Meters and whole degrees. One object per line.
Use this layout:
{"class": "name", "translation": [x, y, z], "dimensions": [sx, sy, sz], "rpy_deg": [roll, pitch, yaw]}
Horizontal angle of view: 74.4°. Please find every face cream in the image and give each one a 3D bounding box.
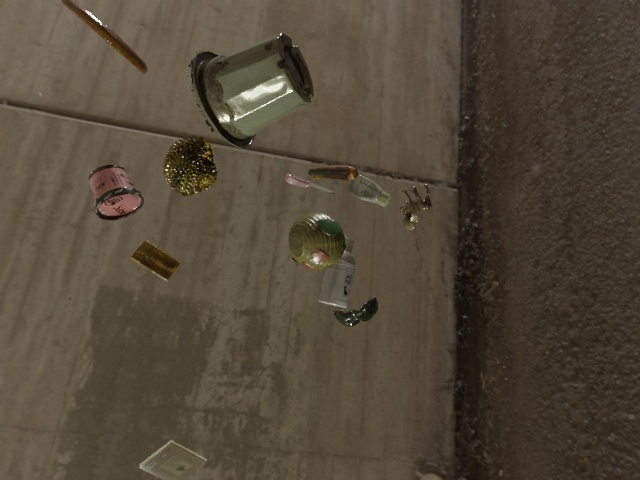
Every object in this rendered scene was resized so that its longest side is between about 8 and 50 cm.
{"class": "face cream", "translation": [0.100, 0.139, 2.100], "dimensions": [0.145, 0.145, 0.370], "rpy_deg": [145, 138, -78]}
{"class": "face cream", "translation": [0.247, -0.250, 2.159], "dimensions": [0.070, 0.224, 0.114], "rpy_deg": [-11, -51, -62]}

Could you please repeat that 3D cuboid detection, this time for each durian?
{"class": "durian", "translation": [-0.602, -0.345, 1.946], "dimensions": [0.293, 0.258, 0.258], "rpy_deg": [125, 153, -58]}

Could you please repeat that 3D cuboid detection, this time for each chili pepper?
{"class": "chili pepper", "translation": [0.214, 0.415, 2.362], "dimensions": [0.264, 0.148, 0.116], "rpy_deg": [-31, 31, 21]}

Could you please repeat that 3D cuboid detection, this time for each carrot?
{"class": "carrot", "translation": [0.057, -0.316, 1.984], "dimensions": [0.260, 0.070, 0.070], "rpy_deg": [6, 86, 38]}

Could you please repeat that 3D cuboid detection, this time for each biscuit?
{"class": "biscuit", "translation": [-0.593, -0.573, 1.182], "dimensions": [0.037, 0.262, 0.262], "rpy_deg": [-50, 10, 1]}

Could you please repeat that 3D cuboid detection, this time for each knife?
{"class": "knife", "translation": [-0.056, -0.293, 2.242], "dimensions": [0.081, 0.335, 0.043], "rpy_deg": [41, 110, 41]}

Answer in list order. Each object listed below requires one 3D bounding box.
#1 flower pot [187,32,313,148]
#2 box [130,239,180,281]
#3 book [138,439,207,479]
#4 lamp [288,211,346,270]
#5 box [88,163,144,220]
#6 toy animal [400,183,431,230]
{"class": "flower pot", "translation": [-0.174, -0.427, 1.158], "dimensions": [0.290, 0.259, 0.290], "rpy_deg": [43, -142, -48]}
{"class": "box", "translation": [-0.608, 0.074, 1.561], "dimensions": [0.022, 0.156, 0.089], "rpy_deg": [-41, 15, 55]}
{"class": "book", "translation": [-0.510, 0.778, 1.473], "dimensions": [0.199, 0.138, 0.016], "rpy_deg": [56, 175, -37]}
{"class": "lamp", "translation": [0.000, 0.000, 1.788], "dimensions": [0.250, 0.284, 0.250], "rpy_deg": [15, 111, 43]}
{"class": "box", "translation": [-0.681, -0.162, 1.393], "dimensions": [0.135, 0.151, 0.151], "rpy_deg": [62, 159, 16]}
{"class": "toy animal", "translation": [0.412, -0.141, 1.854], "dimensions": [0.186, 0.093, 0.214], "rpy_deg": [71, 163, -8]}
